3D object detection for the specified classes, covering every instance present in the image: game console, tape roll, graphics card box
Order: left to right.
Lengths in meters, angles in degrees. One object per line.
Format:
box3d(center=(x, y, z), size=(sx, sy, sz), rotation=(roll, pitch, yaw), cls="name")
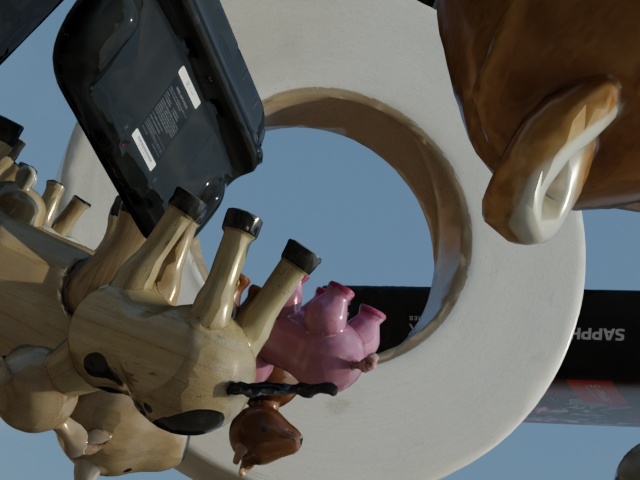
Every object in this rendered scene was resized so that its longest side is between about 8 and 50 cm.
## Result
box3d(center=(-0.108, -0.108, 0.874), size=(0.044, 0.213, 0.361), rotation=(33, -18, 29), cls="game console")
box3d(center=(0.000, 0.000, 1.281), size=(0.392, 0.392, 0.072), rotation=(40, -23, -2), cls="tape roll")
box3d(center=(0.202, 0.112, 1.690), size=(0.371, 0.094, 0.233), rotation=(2, -15, 20), cls="graphics card box")

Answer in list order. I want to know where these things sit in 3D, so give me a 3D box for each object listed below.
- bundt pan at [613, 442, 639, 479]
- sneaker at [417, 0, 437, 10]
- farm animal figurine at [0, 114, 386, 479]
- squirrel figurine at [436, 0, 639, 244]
box3d(center=(0.309, 0.271, 1.544), size=(0.124, 0.331, 0.331), rotation=(38, -24, 32), cls="bundt pan")
box3d(center=(0.118, -0.134, 1.553), size=(0.178, 0.295, 0.124), rotation=(10, 15, -12), cls="sneaker")
box3d(center=(-0.135, 0.054, 1.031), size=(0.327, 0.172, 0.330), rotation=(27, -8, 10), cls="farm animal figurine")
box3d(center=(0.157, -0.172, 0.592), size=(0.370, 0.281, 0.397), rotation=(-35, -46, 26), cls="squirrel figurine")
